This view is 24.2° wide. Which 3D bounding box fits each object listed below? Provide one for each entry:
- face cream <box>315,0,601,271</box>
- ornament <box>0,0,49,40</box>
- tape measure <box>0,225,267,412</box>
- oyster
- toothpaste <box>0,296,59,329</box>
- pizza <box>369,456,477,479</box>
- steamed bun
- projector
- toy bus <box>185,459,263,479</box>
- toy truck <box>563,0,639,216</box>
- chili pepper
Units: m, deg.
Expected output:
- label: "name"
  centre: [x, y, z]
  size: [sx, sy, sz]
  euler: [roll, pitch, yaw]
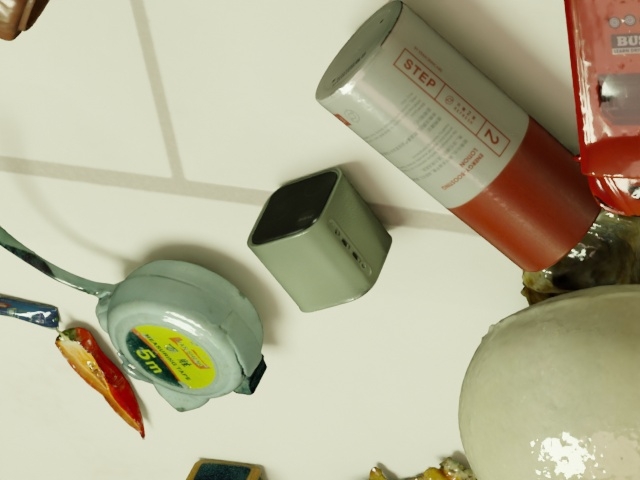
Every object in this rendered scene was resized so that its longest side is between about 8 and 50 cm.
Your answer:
- label: "face cream"
  centre: [0.106, -0.075, 1.117]
  size: [0.214, 0.096, 0.096]
  euler: [39, 136, -16]
- label: "ornament"
  centre: [-0.267, -0.259, 1.035]
  size: [0.218, 0.235, 0.221]
  euler: [29, 163, -9]
- label: "tape measure"
  centre: [-0.177, 0.029, 1.358]
  size: [0.164, 0.084, 0.330]
  euler: [-18, 125, 34]
- label: "oyster"
  centre: [0.258, -0.010, 1.140]
  size: [0.129, 0.078, 0.345]
  euler: [36, 140, 0]
- label: "toothpaste"
  centre: [-0.304, 0.072, 1.513]
  size: [0.083, 0.019, 0.027]
  euler: [11, 119, 9]
- label: "pizza"
  centre: [0.092, 0.325, 1.543]
  size: [0.229, 0.081, 0.289]
  euler: [14, 139, 12]
- label: "steamed bun"
  centre: [0.247, 0.160, 1.178]
  size: [0.283, 0.177, 0.283]
  euler: [3, 155, 2]
- label: "projector"
  centre: [0.000, 0.000, 1.250]
  size: [0.083, 0.083, 0.082]
  euler: [-16, 124, 36]
- label: "toy bus"
  centre: [-0.096, 0.331, 1.618]
  size: [0.091, 0.103, 0.182]
  euler: [3, 129, 22]
- label: "toy truck"
  centre: [0.213, -0.122, 0.972]
  size: [0.107, 0.114, 0.252]
  euler: [0, 114, 23]
- label: "chili pepper"
  centre: [-0.220, 0.143, 1.540]
  size: [0.045, 0.027, 0.178]
  euler: [-7, 129, 35]
